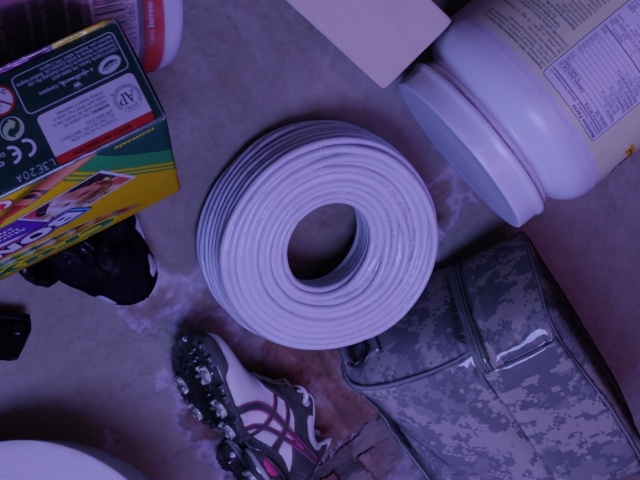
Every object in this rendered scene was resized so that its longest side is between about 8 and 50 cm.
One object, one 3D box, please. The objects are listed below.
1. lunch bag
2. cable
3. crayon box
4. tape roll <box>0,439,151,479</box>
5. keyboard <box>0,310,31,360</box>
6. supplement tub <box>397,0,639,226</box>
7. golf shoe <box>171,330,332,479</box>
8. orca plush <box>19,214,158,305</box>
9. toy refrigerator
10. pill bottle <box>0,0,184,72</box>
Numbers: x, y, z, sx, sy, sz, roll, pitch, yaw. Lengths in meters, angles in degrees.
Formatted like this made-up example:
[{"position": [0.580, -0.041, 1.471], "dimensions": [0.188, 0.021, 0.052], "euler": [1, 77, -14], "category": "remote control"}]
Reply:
[{"position": [0.194, 0.174, 1.906], "dimensions": [0.256, 0.212, 0.305], "euler": [-29, 123, 11], "category": "lunch bag"}, {"position": [0.000, 0.000, 1.784], "dimensions": [0.257, 0.089, 0.257], "euler": [-37, 120, -4], "category": "cable"}, {"position": [-0.305, -0.031, 1.419], "dimensions": [0.363, 0.313, 0.106], "euler": [-27, 82, -6], "category": "crayon box"}, {"position": [-0.299, 0.400, 1.704], "dimensions": [0.392, 0.392, 0.072], "euler": [-50, 165, 5], "category": "tape roll"}, {"position": [-0.388, 0.075, 1.689], "dimensions": [0.192, 0.038, 0.100], "euler": [8, 135, -30], "category": "keyboard"}, {"position": [0.267, -0.192, 1.735], "dimensions": [0.325, 0.235, 0.235], "euler": [-40, 125, -2], "category": "supplement tub"}, {"position": [-0.078, 0.183, 1.860], "dimensions": [0.120, 0.105, 0.273], "euler": [-42, 133, -20], "category": "golf shoe"}, {"position": [-0.239, -0.027, 1.649], "dimensions": [0.151, 0.102, 0.287], "euler": [-30, 125, -16], "category": "orca plush"}, {"position": [0.000, -0.280, 1.650], "dimensions": [0.102, 0.094, 0.269], "euler": [-45, 125, 10], "category": "toy refrigerator"}, {"position": [-0.321, -0.216, 1.454], "dimensions": [0.363, 0.210, 0.210], "euler": [-15, 121, -18], "category": "pill bottle"}]
